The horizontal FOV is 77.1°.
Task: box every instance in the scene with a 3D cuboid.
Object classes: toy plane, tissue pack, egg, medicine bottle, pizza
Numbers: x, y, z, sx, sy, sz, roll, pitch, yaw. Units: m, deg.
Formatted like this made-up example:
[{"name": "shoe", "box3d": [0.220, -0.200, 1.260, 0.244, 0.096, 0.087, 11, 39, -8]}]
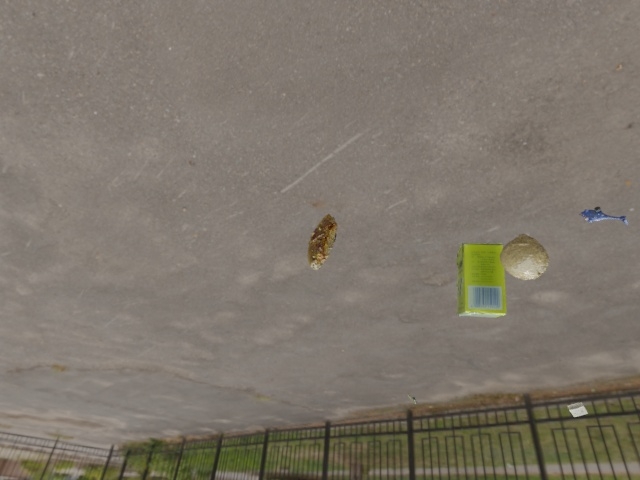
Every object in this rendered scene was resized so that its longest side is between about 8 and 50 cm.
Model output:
[{"name": "toy plane", "box3d": [1.082, -0.089, 1.540, 0.054, 0.062, 0.167, 43, 164, -33]}, {"name": "tissue pack", "box3d": [1.010, 0.664, 1.579, 0.056, 0.023, 0.108, -28, 134, 21]}, {"name": "egg", "box3d": [0.553, 0.046, 1.091, 0.116, 0.140, 0.118, 29, 96, -14]}, {"name": "medicine bottle", "box3d": [0.552, 0.139, 1.391, 0.141, 0.249, 0.137, 2, 166, 13]}, {"name": "pizza", "box3d": [-0.001, -0.001, 1.532, 0.127, 0.246, 0.058, 0, 150, 48]}]

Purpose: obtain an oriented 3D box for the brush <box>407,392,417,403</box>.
[{"name": "brush", "box3d": [0.332, 0.572, 1.457, 0.013, 0.016, 0.083, -17, 177, -8]}]
